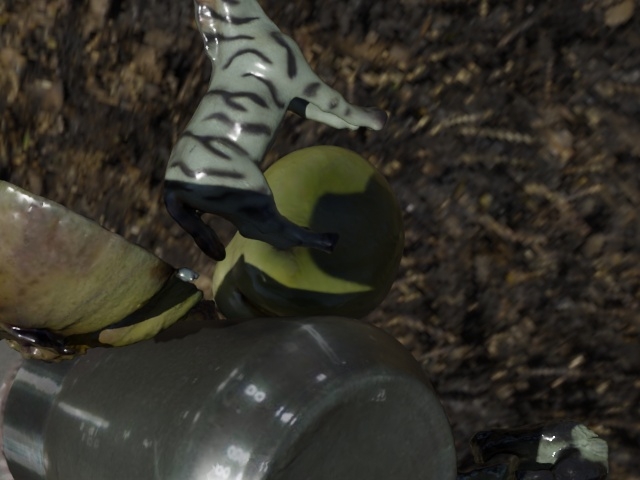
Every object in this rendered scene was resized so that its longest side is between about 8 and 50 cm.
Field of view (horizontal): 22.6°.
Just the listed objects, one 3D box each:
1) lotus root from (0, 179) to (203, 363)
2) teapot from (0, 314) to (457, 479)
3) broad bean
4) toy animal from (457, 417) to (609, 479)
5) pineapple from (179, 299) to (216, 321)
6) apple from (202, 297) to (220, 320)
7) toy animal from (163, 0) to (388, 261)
[{"bbox_3d":[-0.168,0.023,0.902,0.183,0.203,0.078,31,75,-47],"label":"lotus root"},{"bbox_3d":[-0.090,0.173,1.170,0.253,0.344,0.300,-27,119,-38],"label":"teapot"},{"bbox_3d":[0.000,0.000,1.742,0.189,0.121,0.263,39,57,-2],"label":"broad bean"},{"bbox_3d":[0.198,0.237,1.548,0.121,0.225,0.094,-5,60,-19],"label":"toy animal"},{"bbox_3d":[-0.130,0.102,1.495,0.137,0.069,0.116,39,48,-2],"label":"pineapple"},{"bbox_3d":[-0.174,0.114,1.731,0.146,0.146,0.146,5,70,-13],"label":"apple"},{"bbox_3d":[-0.033,-0.107,1.241,0.170,0.090,0.255,8,81,-22],"label":"toy animal"}]
